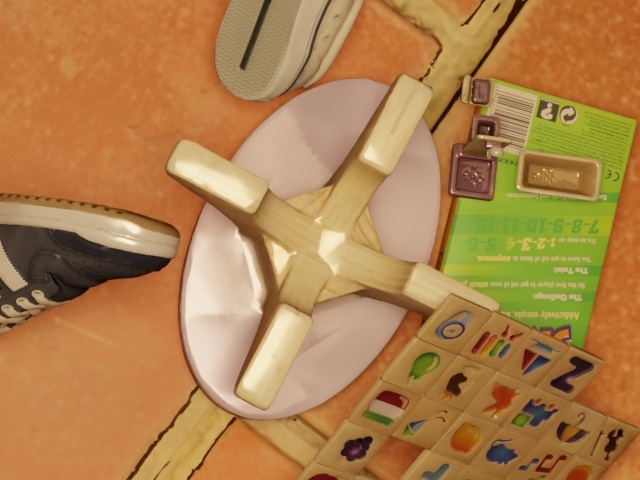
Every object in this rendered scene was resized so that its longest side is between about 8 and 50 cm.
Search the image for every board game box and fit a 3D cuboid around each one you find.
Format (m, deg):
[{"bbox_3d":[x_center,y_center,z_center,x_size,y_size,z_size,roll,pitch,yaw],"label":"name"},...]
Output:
[{"bbox_3d":[0.154,0.015,1.481,0.124,0.039,0.259,16,79,-7],"label":"board game box"}]

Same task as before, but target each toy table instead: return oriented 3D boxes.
[{"bbox_3d":[0.000,0.000,1.394,0.252,0.161,0.274,16,83,-7],"label":"toy table"}]

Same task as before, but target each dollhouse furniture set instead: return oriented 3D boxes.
[{"bbox_3d":[0.162,-0.076,1.434,0.114,0.081,0.091,8,83,-7],"label":"dollhouse furniture set"}]

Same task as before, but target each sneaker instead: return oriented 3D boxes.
[{"bbox_3d":[0.001,-0.222,1.409,0.094,0.091,0.258,37,116,19],"label":"sneaker"},{"bbox_3d":[-0.233,0.045,1.345,0.282,0.099,0.153,4,84,21],"label":"sneaker"}]

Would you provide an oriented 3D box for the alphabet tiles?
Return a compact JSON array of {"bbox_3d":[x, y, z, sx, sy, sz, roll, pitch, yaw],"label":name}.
[{"bbox_3d":[0.118,0.147,1.389,0.237,0.009,0.198,23,114,-36],"label":"alphabet tiles"}]
